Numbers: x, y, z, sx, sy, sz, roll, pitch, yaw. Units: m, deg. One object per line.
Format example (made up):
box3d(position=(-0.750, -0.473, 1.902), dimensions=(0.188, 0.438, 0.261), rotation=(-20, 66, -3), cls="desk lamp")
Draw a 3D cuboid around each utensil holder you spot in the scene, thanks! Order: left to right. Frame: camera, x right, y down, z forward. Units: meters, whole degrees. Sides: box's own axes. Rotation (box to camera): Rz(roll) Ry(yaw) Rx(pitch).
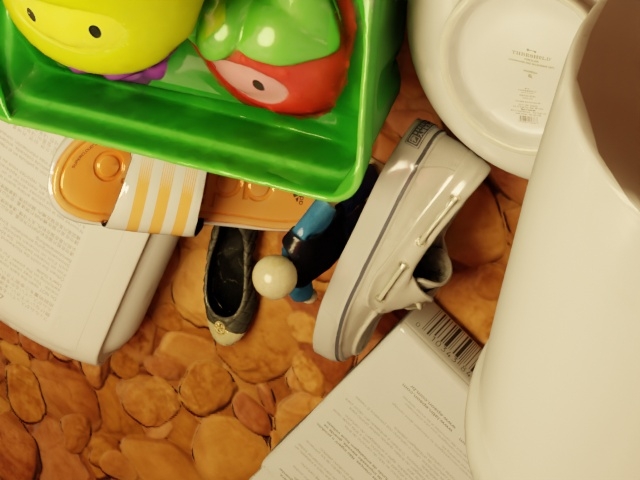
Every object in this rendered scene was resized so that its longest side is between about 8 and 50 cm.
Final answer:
box3d(position=(0.288, 0.039, 1.289), dimensions=(0.327, 0.327, 0.385), rotation=(26, 142, 15), cls="utensil holder")

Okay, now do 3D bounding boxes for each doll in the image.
box3d(position=(0.000, 0.000, 1.581), dimensions=(0.046, 0.189, 0.129), rotation=(27, 126, 15), cls="doll")

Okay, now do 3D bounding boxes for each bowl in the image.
box3d(position=(0.181, -0.156, 1.425), dimensions=(0.298, 0.134, 0.298), rotation=(14, 122, 24), cls="bowl")

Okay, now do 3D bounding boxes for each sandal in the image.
box3d(position=(-0.099, -0.052, 1.592), dimensions=(0.076, 0.265, 0.102), rotation=(-150, 65, -67), cls="sandal")

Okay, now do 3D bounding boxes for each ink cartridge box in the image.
box3d(position=(0.117, 0.263, 1.741), dimensions=(0.324, 0.071, 0.330), rotation=(44, 132, 2), cls="ink cartridge box")

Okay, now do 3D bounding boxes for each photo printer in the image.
box3d(position=(-0.253, -0.038, 1.760), dimensions=(0.256, 0.107, 0.307), rotation=(34, 129, 9), cls="photo printer")

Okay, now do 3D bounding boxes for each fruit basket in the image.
box3d(position=(-0.132, -0.187, 1.436), dimensions=(0.392, 0.392, 0.283), rotation=(14, 115, 23), cls="fruit basket")

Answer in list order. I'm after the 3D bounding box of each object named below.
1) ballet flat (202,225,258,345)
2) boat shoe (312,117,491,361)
box3d(position=(-0.090, 0.028, 1.739), dimensions=(0.057, 0.049, 0.173), rotation=(19, 124, 21), cls="ballet flat")
box3d(position=(0.071, 0.017, 1.581), dimensions=(0.088, 0.096, 0.267), rotation=(30, 126, 9), cls="boat shoe")
